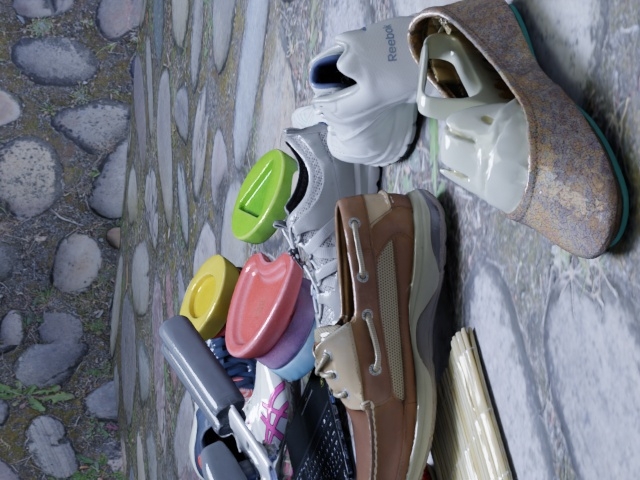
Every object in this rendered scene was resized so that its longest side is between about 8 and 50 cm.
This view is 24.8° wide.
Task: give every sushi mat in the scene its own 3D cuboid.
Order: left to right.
[{"bbox_3d":[0.141,0.241,1.278,0.151,0.019,0.316,104,160,-47],"label":"sushi mat"}]

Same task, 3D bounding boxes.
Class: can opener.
[{"bbox_3d":[-0.133,0.211,1.799,0.280,0.093,0.074,56,157,34],"label":"can opener"}]

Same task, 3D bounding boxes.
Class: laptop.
[{"bbox_3d":[-0.051,0.315,1.798,0.234,0.137,0.264,111,150,-54],"label":"laptop"}]

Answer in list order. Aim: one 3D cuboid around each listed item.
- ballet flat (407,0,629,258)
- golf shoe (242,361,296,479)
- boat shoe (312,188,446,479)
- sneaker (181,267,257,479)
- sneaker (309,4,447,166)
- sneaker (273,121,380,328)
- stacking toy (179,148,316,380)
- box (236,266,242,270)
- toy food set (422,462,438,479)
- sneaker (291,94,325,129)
[{"bbox_3d":[0.134,-0.089,1.124,0.316,0.106,0.107,-110,24,-53],"label":"ballet flat"},{"bbox_3d":[-0.079,0.246,2.000,0.067,0.086,0.186,-166,73,-71],"label":"golf shoe"},{"bbox_3d":[0.047,0.109,1.390,0.123,0.116,0.324,140,135,-77],"label":"boat shoe"},{"bbox_3d":[-0.130,0.212,2.176,0.148,0.131,0.350,-154,59,-67],"label":"sneaker"},{"bbox_3d":[0.042,-0.154,1.447,0.297,0.129,0.111,124,142,-68],"label":"sneaker"},{"bbox_3d":[0.000,0.000,1.639,0.105,0.115,0.281,-177,88,-76],"label":"sneaker"},{"bbox_3d":[-0.039,0.038,1.884,0.279,0.130,0.309,-66,24,-2],"label":"stacking toy"},{"bbox_3d":[-0.131,0.130,2.346,0.162,0.029,0.116,-117,31,-58],"label":"box"},{"bbox_3d":[0.100,0.260,1.434,0.082,0.020,0.083,110,155,-54],"label":"toy food set"},{"bbox_3d":[0.000,-0.138,1.771,0.152,0.054,0.061,147,119,-73],"label":"sneaker"}]
